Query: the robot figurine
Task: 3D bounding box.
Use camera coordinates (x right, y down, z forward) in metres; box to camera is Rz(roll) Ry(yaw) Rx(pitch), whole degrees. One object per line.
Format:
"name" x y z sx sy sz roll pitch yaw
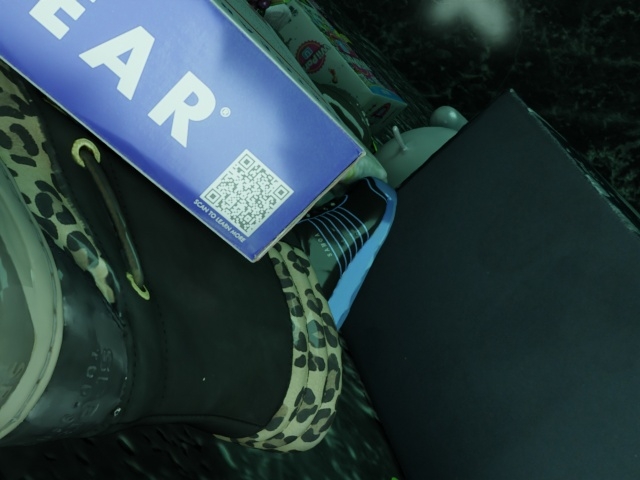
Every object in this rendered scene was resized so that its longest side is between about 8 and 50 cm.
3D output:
"robot figurine" 0.181 -0.028 1.111 0.353 0.200 0.299 26 61 -48

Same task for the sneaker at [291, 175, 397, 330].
"sneaker" 0.000 0.000 0.752 0.090 0.081 0.232 38 42 -11

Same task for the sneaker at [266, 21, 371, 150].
"sneaker" -0.054 -0.200 1.134 0.286 0.109 0.130 42 23 13

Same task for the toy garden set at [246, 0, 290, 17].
"toy garden set" -0.189 -0.327 1.007 0.244 0.049 0.204 20 -8 -40

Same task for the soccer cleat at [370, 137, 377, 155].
"soccer cleat" 0.050 -0.170 1.345 0.072 0.060 0.179 56 17 21

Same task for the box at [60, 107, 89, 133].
"box" -0.229 -0.153 0.597 0.178 0.109 0.042 45 14 -6

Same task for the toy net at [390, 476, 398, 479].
"toy net" 0.071 0.263 0.519 0.122 0.045 0.232 23 31 -55

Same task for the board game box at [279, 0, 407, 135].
"board game box" 0.009 -0.346 1.561 0.303 0.097 0.224 52 19 10

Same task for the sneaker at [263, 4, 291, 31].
"sneaker" -0.148 -0.386 1.273 0.153 0.101 0.268 52 21 7

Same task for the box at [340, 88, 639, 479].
"box" 0.306 0.180 0.827 0.472 0.297 0.479 28 26 -41

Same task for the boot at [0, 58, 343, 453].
"boot" -0.148 -0.030 0.485 0.284 0.138 0.377 28 20 -53

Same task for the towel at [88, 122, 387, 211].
"towel" -0.128 -0.157 0.816 0.320 0.090 0.374 51 25 21

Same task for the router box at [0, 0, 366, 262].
"router box" -0.146 -0.175 0.456 0.335 0.082 0.301 41 11 -25
